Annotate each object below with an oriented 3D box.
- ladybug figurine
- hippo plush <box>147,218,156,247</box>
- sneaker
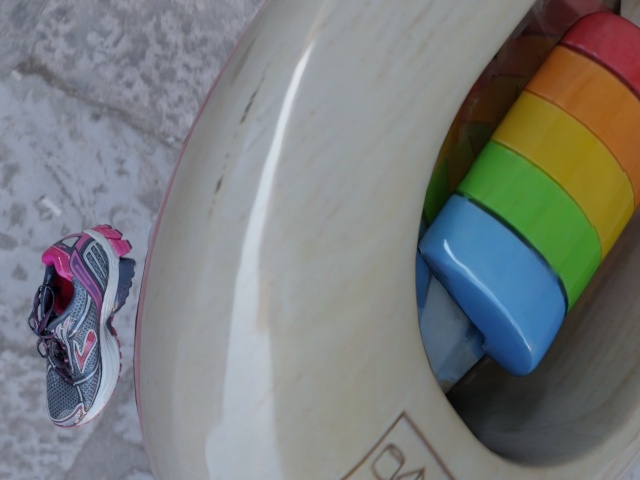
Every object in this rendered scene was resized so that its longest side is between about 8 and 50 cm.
[{"bbox_3d":[0.073,-0.026,0.459,0.449,0.162,0.305,-48,123,-21],"label":"ladybug figurine"},{"bbox_3d":[-0.105,0.053,1.148,0.294,0.234,0.236,-20,109,43],"label":"hippo plush"},{"bbox_3d":[-0.340,0.121,1.310,0.121,0.112,0.299,24,116,28],"label":"sneaker"}]
